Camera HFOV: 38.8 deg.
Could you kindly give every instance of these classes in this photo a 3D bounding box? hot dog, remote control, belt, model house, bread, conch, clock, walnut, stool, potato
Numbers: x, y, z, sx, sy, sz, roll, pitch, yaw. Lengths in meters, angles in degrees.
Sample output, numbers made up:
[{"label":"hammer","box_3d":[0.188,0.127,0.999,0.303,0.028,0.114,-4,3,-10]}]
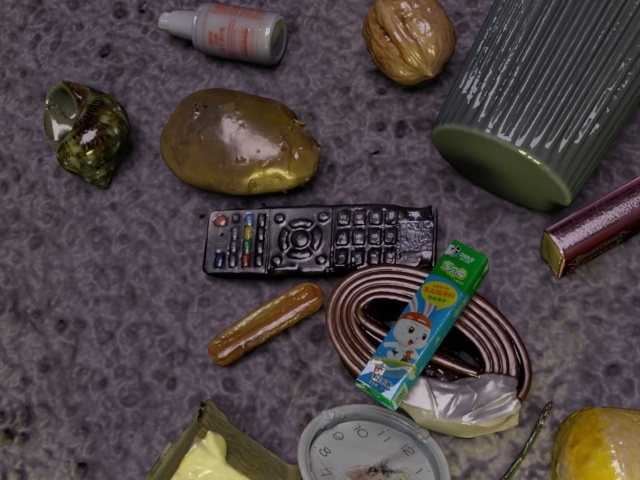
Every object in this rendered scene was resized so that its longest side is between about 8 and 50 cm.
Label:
[{"label":"hot dog","box_3d":[-0.089,0.138,1.511,0.215,0.047,0.066,-33,50,-4]},{"label":"remote control","box_3d":[0.000,0.000,1.541,0.398,0.062,0.145,-1,67,12]},{"label":"belt","box_3d":[0.167,0.170,1.406,0.338,0.122,0.217,28,74,20]},{"label":"model house","box_3d":[-0.148,0.431,1.328,0.266,0.261,0.321,34,95,-4]},{"label":"bread","box_3d":[0.415,0.323,1.267,0.170,0.197,0.197,-1,67,-4]},{"label":"conch","box_3d":[-0.433,-0.195,1.681,0.187,0.124,0.181,0,77,41]},{"label":"clock","box_3d":[0.076,0.344,1.348,0.236,0.053,0.236,11,35,-8]},{"label":"walnut","box_3d":[0.159,-0.359,1.612,0.155,0.155,0.184,-28,68,-1]},{"label":"stool","box_3d":[0.364,-0.246,1.457,0.297,0.297,0.330,27,80,20]},{"label":"potato","box_3d":[-0.142,-0.171,1.600,0.296,0.141,0.192,14,74,14]}]

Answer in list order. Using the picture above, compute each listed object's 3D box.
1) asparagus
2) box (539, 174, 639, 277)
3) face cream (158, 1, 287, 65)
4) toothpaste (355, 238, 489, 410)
[{"label":"asparagus","box_3d":[0.312,0.311,1.376,0.016,0.016,0.163,25,75,39]},{"label":"box","box_3d":[0.458,-0.031,1.434,0.224,0.120,0.069,-28,69,-3]},{"label":"face cream","box_3d":[-0.195,-0.400,1.725,0.251,0.101,0.101,13,71,16]},{"label":"toothpaste","box_3d":[0.152,0.122,1.340,0.065,0.050,0.267,29,72,25]}]
